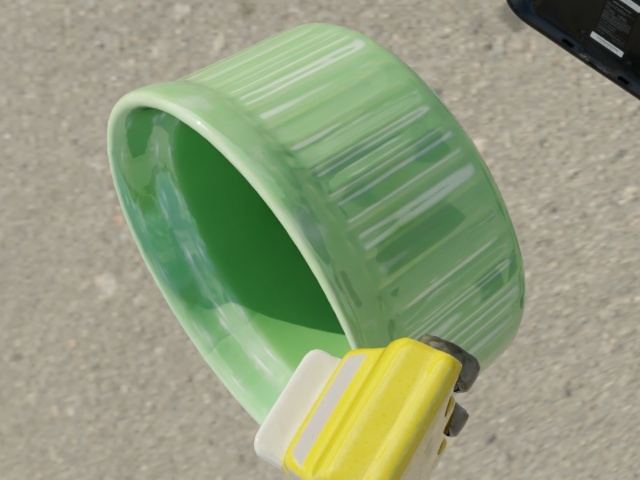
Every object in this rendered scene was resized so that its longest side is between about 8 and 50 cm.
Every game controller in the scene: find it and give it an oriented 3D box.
[{"bbox_3d":[0.385,-0.300,1.994,0.166,0.319,0.067,-63,19,-8],"label":"game controller"}]

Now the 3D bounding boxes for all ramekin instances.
[{"bbox_3d":[0.000,0.000,1.042,0.303,0.148,0.303,45,155,28],"label":"ramekin"}]

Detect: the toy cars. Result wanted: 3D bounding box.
[{"bbox_3d":[-0.019,0.130,0.682,0.087,0.393,0.176,27,114,12],"label":"toy cars"}]
